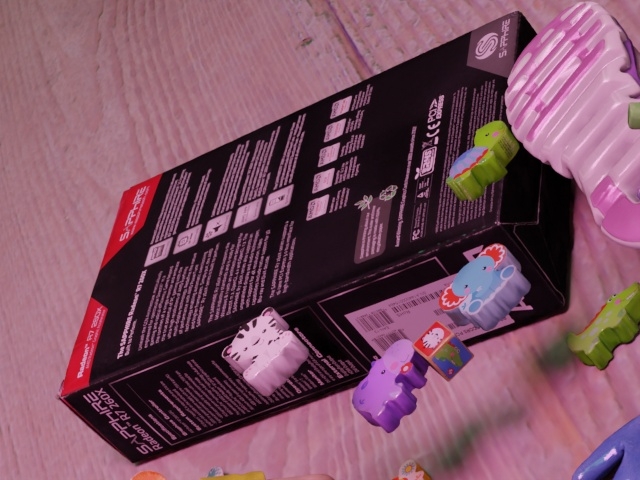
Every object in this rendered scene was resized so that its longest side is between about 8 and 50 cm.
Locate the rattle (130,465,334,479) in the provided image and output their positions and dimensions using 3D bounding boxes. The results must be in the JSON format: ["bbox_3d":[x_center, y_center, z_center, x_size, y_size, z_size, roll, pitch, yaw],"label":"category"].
[{"bbox_3d":[-0.062,0.210,1.120,0.130,0.143,0.199,-22,0,-35],"label":"rattle"}]

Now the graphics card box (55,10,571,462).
[{"bbox_3d":[0.000,0.000,1.260,0.371,0.094,0.233,-24,34,28],"label":"graphics card box"}]

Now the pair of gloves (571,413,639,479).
[{"bbox_3d":[0.223,0.118,0.928,0.198,0.023,0.159,10,57,54],"label":"pair of gloves"}]

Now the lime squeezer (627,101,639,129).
[{"bbox_3d":[0.327,-0.106,1.009,0.310,0.059,0.110,-26,64,-23],"label":"lime squeezer"}]

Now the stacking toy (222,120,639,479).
[{"bbox_3d":[0.071,0.055,1.036,0.221,0.167,0.052,-43,30,-3],"label":"stacking toy"}]

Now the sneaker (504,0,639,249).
[{"bbox_3d":[0.198,-0.059,1.099,0.095,0.104,0.236,-50,36,19],"label":"sneaker"}]
